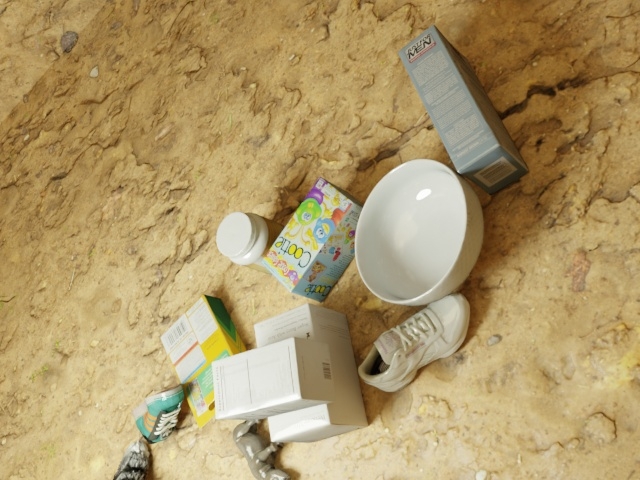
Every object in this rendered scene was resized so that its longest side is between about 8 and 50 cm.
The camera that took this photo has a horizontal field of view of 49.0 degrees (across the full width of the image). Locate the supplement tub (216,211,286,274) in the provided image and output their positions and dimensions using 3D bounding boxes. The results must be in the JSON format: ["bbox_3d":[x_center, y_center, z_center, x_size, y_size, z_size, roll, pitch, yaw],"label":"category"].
[{"bbox_3d":[-0.170,0.007,1.903,0.144,0.200,0.144,-12,69,32],"label":"supplement tub"}]

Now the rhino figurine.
[{"bbox_3d":[-0.145,0.553,1.798,0.106,0.073,0.243,-45,56,12],"label":"rhino figurine"}]

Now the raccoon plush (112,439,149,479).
[{"bbox_3d":[-0.437,0.777,1.919,0.216,0.299,0.446,-42,22,36],"label":"raccoon plush"}]

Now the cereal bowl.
[{"bbox_3d":[0.245,-0.010,1.628,0.339,0.141,0.338,-20,63,45],"label":"cereal bowl"}]

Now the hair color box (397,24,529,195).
[{"bbox_3d":[0.332,-0.306,1.648,0.114,0.185,0.374,-33,59,24],"label":"hair color box"}]

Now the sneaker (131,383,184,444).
[{"bbox_3d":[-0.440,0.493,1.974,0.302,0.108,0.121,-43,69,52],"label":"sneaker"}]

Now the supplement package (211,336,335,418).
[{"bbox_3d":[-0.109,0.316,1.580,0.244,0.134,0.139,-20,65,30],"label":"supplement package"}]

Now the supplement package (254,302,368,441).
[{"bbox_3d":[-0.025,0.328,1.715,0.178,0.175,0.292,-25,63,27],"label":"supplement package"}]

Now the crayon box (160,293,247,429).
[{"bbox_3d":[-0.309,0.340,1.974,0.203,0.083,0.323,-44,55,17],"label":"crayon box"}]

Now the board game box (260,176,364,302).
[{"bbox_3d":[0.000,0.000,1.818,0.142,0.144,0.275,41,100,37],"label":"board game box"}]

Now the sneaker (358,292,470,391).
[{"bbox_3d":[0.213,0.233,1.590,0.305,0.152,0.114,-47,52,13],"label":"sneaker"}]
